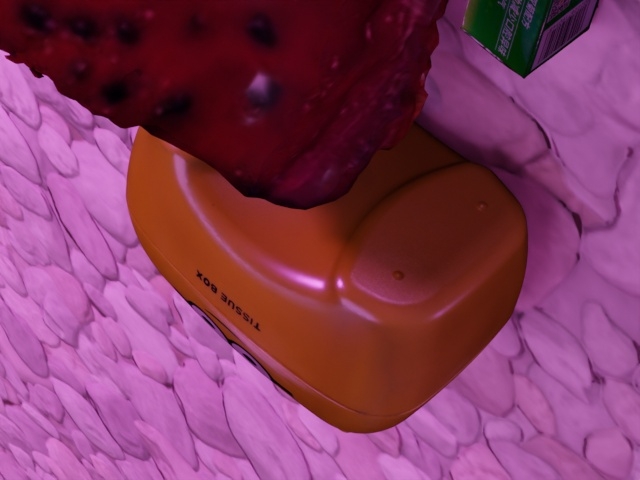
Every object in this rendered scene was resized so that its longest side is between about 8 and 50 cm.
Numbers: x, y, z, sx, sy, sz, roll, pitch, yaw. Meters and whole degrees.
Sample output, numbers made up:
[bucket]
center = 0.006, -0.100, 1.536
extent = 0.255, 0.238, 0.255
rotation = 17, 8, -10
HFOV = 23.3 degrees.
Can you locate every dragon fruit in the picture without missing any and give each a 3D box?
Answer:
[dragon fruit]
center = -0.089, -0.137, 0.557
extent = 0.302, 0.240, 0.330
rotation = 25, 151, 53

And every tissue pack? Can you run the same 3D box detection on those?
[tissue pack]
center = 0.000, 0.000, 0.708
extent = 0.178, 0.123, 0.127
rotation = 40, 150, 19

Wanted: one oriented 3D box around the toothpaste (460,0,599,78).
[toothpaste]
center = 0.086, -0.130, 0.516
extent = 0.037, 0.043, 0.178
rotation = 43, 151, 21
